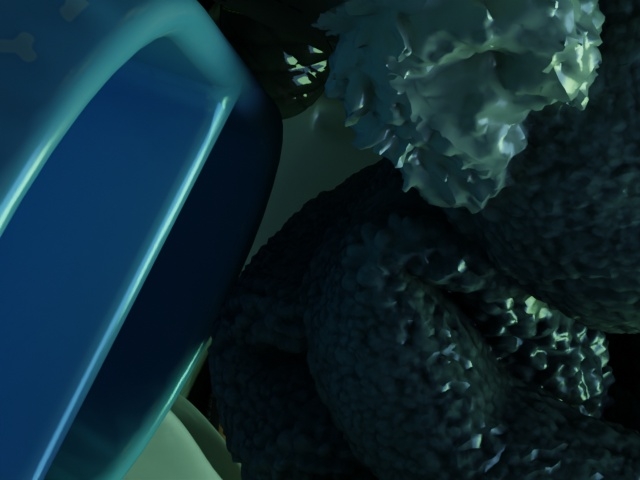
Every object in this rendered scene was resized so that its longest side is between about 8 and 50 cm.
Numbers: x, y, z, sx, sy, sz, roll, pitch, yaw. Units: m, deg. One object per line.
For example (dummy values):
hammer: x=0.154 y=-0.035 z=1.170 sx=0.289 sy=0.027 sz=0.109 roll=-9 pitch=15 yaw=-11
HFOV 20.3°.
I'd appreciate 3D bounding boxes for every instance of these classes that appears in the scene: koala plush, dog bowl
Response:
koala plush: x=0.066 y=-0.009 z=0.494 sx=0.196 sy=0.203 sz=0.221 roll=-29 pitch=141 yaw=-35
dog bowl: x=-0.079 y=0.002 z=0.451 sx=0.166 sy=0.074 sz=0.297 roll=-63 pitch=172 yaw=-2

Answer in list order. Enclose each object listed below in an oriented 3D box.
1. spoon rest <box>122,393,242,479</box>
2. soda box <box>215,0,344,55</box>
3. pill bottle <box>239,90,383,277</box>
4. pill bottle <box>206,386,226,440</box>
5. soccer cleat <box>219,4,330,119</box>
spoon rest: x=-0.086 y=0.112 z=0.731 sx=0.137 sy=0.084 sz=0.276 roll=-63 pitch=173 yaw=9
soda box: x=-0.007 y=-0.122 z=0.451 sx=0.098 sy=0.091 sz=0.286 roll=-64 pitch=172 yaw=-2
pill bottle: x=0.000 y=0.000 z=0.805 sx=0.117 sy=0.117 sz=0.215 roll=-63 pitch=172 yaw=-3
pill bottle: x=0.002 y=0.110 z=1.139 sx=0.130 sy=0.130 sz=0.246 roll=-64 pitch=172 yaw=5
soccer cleat: x=0.014 y=-0.120 z=0.634 sx=0.060 sy=0.072 sz=0.179 roll=6 pitch=112 yaw=-40
